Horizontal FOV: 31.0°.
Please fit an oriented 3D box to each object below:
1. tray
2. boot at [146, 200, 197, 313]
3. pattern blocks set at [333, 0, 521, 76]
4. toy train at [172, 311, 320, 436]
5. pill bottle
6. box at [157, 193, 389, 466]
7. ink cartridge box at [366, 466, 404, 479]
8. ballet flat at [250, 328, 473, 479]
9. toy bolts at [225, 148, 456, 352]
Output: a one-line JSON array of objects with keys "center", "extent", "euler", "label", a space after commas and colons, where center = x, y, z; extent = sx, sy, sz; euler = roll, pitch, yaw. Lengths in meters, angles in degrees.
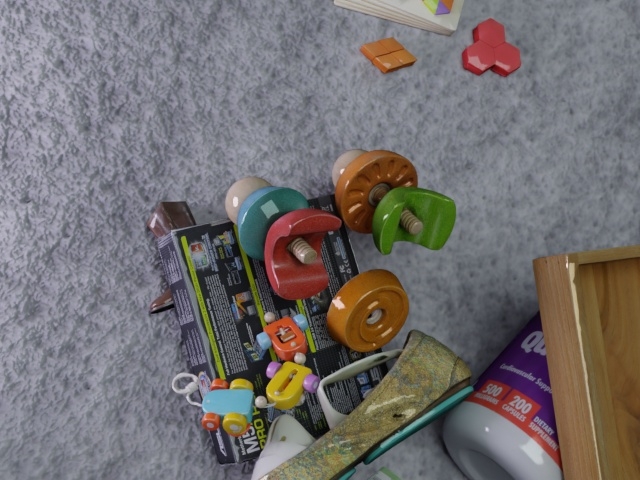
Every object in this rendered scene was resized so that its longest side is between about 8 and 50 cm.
[{"center": [0.359, 0.210, 1.251], "extent": [0.202, 0.076, 0.411], "euler": [-6, 87, -24], "label": "tray"}, {"center": [-0.179, 0.017, 1.346], "extent": [0.106, 0.037, 0.114], "euler": [-30, 85, -25], "label": "boot"}, {"center": [0.115, -0.356, 1.527], "extent": [0.324, 0.026, 0.285], "euler": [4, 75, -15], "label": "pattern blocks set"}, {"center": [-0.068, 0.150, 1.238], "extent": [0.166, 0.046, 0.125], "euler": [-28, 43, -20], "label": "toy train"}, {"center": [0.305, 0.168, 1.372], "extent": [0.181, 0.181, 0.323], "euler": [46, 69, -2], "label": "pill bottle"}, {"center": [-0.047, 0.098, 1.328], "extent": [0.216, 0.060, 0.270], "euler": [-15, 85, -26], "label": "box"}, {"center": [0.052, 0.381, 1.245], "extent": [0.171, 0.056, 0.235], "euler": [-36, 124, -21], "label": "ink cartridge box"}, {"center": [0.013, 0.213, 1.245], "extent": [0.348, 0.123, 0.123], "euler": [-34, 88, -24], "label": "ballet flat"}, {"center": [0.000, 0.000, 1.293], "extent": [0.228, 0.158, 0.218], "euler": [-1, 119, -35], "label": "toy bolts"}]
